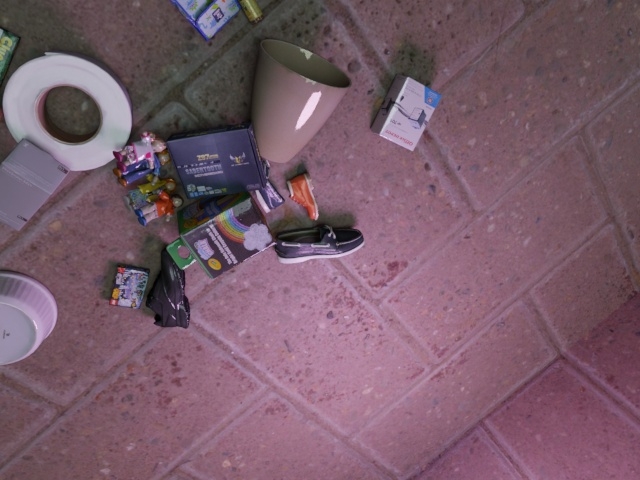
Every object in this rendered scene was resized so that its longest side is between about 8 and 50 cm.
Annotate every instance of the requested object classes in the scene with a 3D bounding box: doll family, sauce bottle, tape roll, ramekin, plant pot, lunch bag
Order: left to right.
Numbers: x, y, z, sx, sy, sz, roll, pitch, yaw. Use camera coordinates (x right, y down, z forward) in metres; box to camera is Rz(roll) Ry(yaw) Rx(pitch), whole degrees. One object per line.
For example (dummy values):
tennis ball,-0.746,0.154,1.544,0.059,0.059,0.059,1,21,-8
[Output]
ramekin,-0.911,0.232,1.347,0.273,0.127,0.272,-8,117,-16
tape roll,-0.627,-0.326,1.196,0.287,0.100,0.286,-7,116,-15
doll family,-0.473,-0.179,1.300,0.163,0.118,0.262,-35,130,-37
lunch bag,-0.292,-0.602,1.188,0.129,0.096,0.151,-44,134,2
sauce bottle,-0.197,-0.631,1.232,0.042,0.042,0.128,-35,118,-1
plant pot,-0.090,-0.362,1.301,0.257,0.256,0.274,13,126,-24

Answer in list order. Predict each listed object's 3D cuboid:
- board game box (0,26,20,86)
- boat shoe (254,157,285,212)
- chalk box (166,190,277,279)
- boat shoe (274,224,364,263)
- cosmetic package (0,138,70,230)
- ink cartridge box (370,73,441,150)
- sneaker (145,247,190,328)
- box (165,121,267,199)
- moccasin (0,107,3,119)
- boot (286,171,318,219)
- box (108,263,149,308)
board game box,-0.839,-0.404,1.129,0.136,0.030,0.259,27,103,-25
boat shoe,-0.182,-0.197,1.410,0.079,0.095,0.254,-27,121,-3
chalk box,-0.308,-0.023,1.404,0.289,0.179,0.180,-28,121,-3
boat shoe,0.000,0.000,1.555,0.303,0.114,0.091,-14,123,-13
cosmetic package,-0.749,-0.134,1.184,0.127,0.107,0.238,38,135,-27
ink cartridge box,0.264,-0.397,1.476,0.140,0.082,0.190,18,106,-25
sneaker,-0.483,0.160,1.475,0.130,0.109,0.286,-4,113,-10
box,-0.281,-0.216,1.300,0.233,0.059,0.183,-7,123,7
moccasin,-0.899,-0.204,1.123,0.380,0.139,0.147,-33,131,8
boot,-0.056,-0.132,1.510,0.085,0.059,0.157,-19,110,-6
box,-0.594,0.145,1.470,0.094,0.027,0.136,13,110,-22
